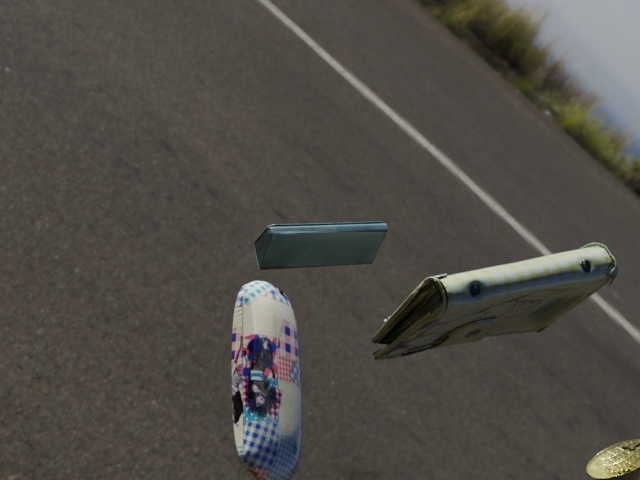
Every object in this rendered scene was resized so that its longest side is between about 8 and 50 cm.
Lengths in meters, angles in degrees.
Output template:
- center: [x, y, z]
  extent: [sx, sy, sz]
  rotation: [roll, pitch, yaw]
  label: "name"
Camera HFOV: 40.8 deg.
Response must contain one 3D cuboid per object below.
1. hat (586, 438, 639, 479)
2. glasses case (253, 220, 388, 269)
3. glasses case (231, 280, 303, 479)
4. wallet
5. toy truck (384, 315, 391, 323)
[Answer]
- center: [0.616, 0.467, 1.733]
  extent: [0.067, 0.146, 0.146]
  rotation: [63, 19, -3]
  label: "hat"
- center: [0.000, 0.000, 1.757]
  extent: [0.266, 0.105, 0.056]
  rotation: [-2, 43, -29]
  label: "glasses case"
- center: [-0.085, 0.223, 1.383]
  extent: [0.125, 0.076, 0.327]
  rotation: [26, 53, -48]
  label: "glasses case"
- center: [0.235, 0.088, 1.198]
  extent: [0.309, 0.223, 0.077]
  rotation: [-8, 69, -30]
  label: "wallet"
- center: [0.199, 0.208, 2.021]
  extent: [0.076, 0.111, 0.077]
  rotation: [-34, 108, -78]
  label: "toy truck"
